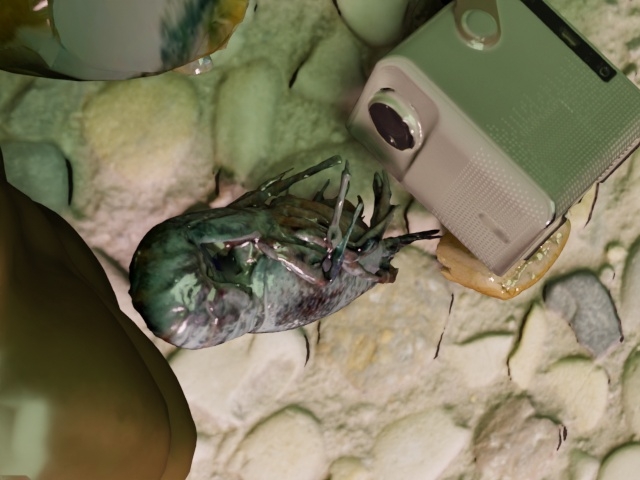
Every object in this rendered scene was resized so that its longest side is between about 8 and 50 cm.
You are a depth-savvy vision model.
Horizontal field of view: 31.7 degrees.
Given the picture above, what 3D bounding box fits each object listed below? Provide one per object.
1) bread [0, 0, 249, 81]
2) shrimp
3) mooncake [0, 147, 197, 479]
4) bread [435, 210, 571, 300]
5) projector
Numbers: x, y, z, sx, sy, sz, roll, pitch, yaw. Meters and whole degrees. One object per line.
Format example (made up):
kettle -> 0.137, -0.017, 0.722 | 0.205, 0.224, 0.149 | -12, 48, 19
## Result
bread -> -0.138, -0.291, 0.775 | 0.239, 0.264, 0.395 | 1, 127, -28
shrimp -> -0.001, 0.001, 0.998 | 0.372, 0.172, 0.137 | -25, 97, -41
mooncake -> -0.284, 0.058, 0.758 | 0.262, 0.467, 0.467 | -39, 114, -7
bread -> 0.186, 0.001, 1.137 | 0.125, 0.106, 0.082 | -47, 133, -9
projector -> 0.152, -0.117, 1.022 | 0.177, 0.163, 0.242 | -40, 83, -26
